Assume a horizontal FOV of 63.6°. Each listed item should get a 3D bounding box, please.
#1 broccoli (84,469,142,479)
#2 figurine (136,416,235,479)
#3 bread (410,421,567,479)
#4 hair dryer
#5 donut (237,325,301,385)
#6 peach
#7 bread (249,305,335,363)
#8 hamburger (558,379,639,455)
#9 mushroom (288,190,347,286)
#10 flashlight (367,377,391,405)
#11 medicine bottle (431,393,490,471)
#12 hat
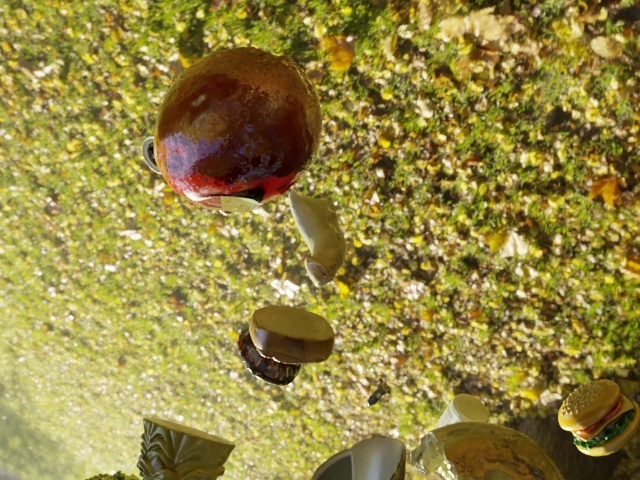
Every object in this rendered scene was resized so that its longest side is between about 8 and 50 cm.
[{"bbox_3d":[-0.379,0.527,0.937,0.226,0.198,0.176,21,151,-24],"label":"broccoli"},{"bbox_3d":[-0.273,0.482,0.874,0.187,0.315,0.168,6,158,26],"label":"figurine"},{"bbox_3d":[0.331,0.448,0.927,0.314,0.192,0.171,42,153,32],"label":"bread"},{"bbox_3d":[-0.387,-0.213,1.670,0.128,0.203,0.362,-32,100,36],"label":"hair dryer"},{"bbox_3d":[-0.152,0.350,1.634,0.230,0.216,0.096,38,110,-13],"label":"donut"},{"bbox_3d":[-0.188,-0.223,1.167,0.406,0.310,0.335,-13,157,26],"label":"peach"},{"bbox_3d":[-0.073,0.236,1.311,0.236,0.236,0.070,17,101,14],"label":"bread"},{"bbox_3d":[0.587,0.372,1.088,0.115,0.162,0.162,47,138,6],"label":"hamburger"},{"bbox_3d":[0.000,0.001,1.668,0.177,0.397,0.126,19,122,-30],"label":"mushroom"},{"bbox_3d":[0.174,0.450,1.526,0.035,0.121,0.057,-41,79,30],"label":"flashlight"},{"bbox_3d":[0.301,0.436,1.166,0.086,0.086,0.183,24,122,6],"label":"medicine bottle"},{"bbox_3d":[0.077,0.434,0.765,0.161,0.275,0.232,19,164,-21],"label":"hat"}]
